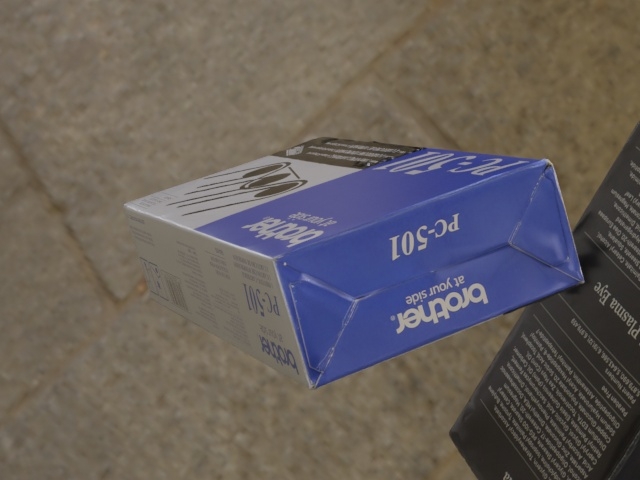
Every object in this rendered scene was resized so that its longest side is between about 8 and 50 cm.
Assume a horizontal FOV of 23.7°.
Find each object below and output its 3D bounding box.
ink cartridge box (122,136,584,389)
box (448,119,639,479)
[{"bbox_3d":[0.000,0.000,0.557,0.097,0.046,0.207,-20,12,-16],"label":"ink cartridge box"},{"bbox_3d":[0.330,0.107,1.126,0.312,0.343,0.179,-61,30,16],"label":"box"}]
